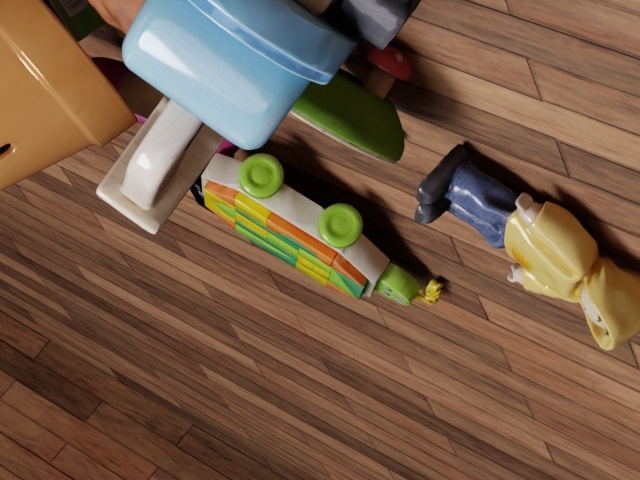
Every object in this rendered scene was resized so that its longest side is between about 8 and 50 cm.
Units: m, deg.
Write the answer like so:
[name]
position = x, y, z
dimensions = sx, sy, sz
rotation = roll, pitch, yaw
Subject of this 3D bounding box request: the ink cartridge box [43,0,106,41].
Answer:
[ink cartridge box]
position = -0.346, -0.346, 2.242
dimensions = 0.209, 0.062, 0.109
rotation = 46, 170, 43

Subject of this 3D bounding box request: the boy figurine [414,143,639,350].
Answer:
[boy figurine]
position = 0.239, 0.016, 1.962
dimensions = 0.285, 0.092, 0.177
rotation = 38, 159, 14

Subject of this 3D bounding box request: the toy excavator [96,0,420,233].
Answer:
[toy excavator]
position = -0.094, -0.171, 1.676
dimensions = 0.222, 0.445, 0.433
rotation = 37, -166, -5

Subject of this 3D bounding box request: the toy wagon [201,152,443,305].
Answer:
[toy wagon]
position = 0.000, 0.000, 2.349
dimensions = 0.344, 0.068, 0.267
rotation = 32, 169, 4

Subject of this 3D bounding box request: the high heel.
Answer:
[high heel]
position = -0.210, -0.184, 2.361
dimensions = 0.244, 0.082, 0.117
rotation = 38, 160, 6

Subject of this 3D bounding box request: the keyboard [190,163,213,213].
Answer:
[keyboard]
position = -0.161, -0.085, 2.547
dimensions = 0.100, 0.038, 0.192
rotation = 62, 169, -16

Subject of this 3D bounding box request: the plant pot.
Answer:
[plant pot]
position = -0.398, -0.198, 2.240
dimensions = 0.291, 0.203, 0.291
rotation = 50, 177, 4

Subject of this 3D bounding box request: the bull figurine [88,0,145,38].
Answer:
[bull figurine]
position = -0.163, -0.248, 2.077
dimensions = 0.310, 0.101, 0.188
rotation = 37, 167, 44

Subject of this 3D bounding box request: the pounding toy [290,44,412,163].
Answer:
[pounding toy]
position = 0.031, -0.176, 1.936
dimensions = 0.183, 0.110, 0.237
rotation = 30, -170, -1
